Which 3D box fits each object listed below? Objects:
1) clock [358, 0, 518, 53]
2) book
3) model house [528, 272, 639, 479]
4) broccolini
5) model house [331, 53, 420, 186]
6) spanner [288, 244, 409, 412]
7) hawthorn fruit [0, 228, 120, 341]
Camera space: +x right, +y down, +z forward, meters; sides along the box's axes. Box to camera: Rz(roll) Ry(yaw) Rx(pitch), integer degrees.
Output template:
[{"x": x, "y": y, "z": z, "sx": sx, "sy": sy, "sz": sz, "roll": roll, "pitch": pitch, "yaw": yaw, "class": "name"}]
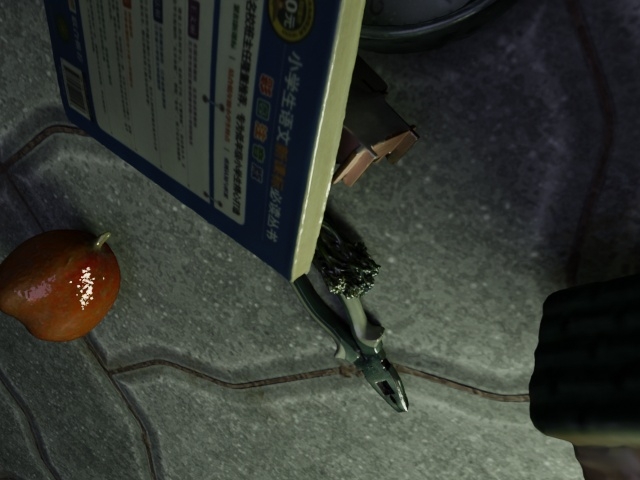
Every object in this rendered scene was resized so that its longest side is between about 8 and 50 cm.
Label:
[{"x": 0.077, "y": -0.338, "z": 0.404, "sx": 0.319, "sy": 0.066, "sz": 0.318, "roll": 4, "pitch": 105, "yaw": 14, "class": "clock"}, {"x": -0.156, "y": -0.178, "z": 0.460, "sx": 0.428, "sy": 0.039, "sz": 0.299, "roll": 33, "pitch": 132, "yaw": 24, "class": "book"}, {"x": 0.437, "y": 0.104, "z": 0.332, "sx": 0.446, "sy": 0.395, "sz": 0.399, "roll": -28, "pitch": 86, "yaw": 46, "class": "model house"}, {"x": 0.003, "y": -0.008, "z": 0.619, "sx": 0.202, "sy": 0.091, "sz": 0.068, "roll": 51, "pitch": 157, "yaw": -2, "class": "broccolini"}, {"x": -0.075, "y": -0.154, "z": 0.554, "sx": 0.326, "sy": 0.169, "sz": 0.244, "roll": 46, "pitch": 131, "yaw": 5, "class": "model house"}, {"x": 0.042, "y": 0.128, "z": 0.692, "sx": 0.096, "sy": 0.040, "sz": 0.324, "roll": -30, "pitch": 97, "yaw": 34, "class": "spanner"}, {"x": -0.456, "y": 0.065, "z": 0.828, "sx": 0.251, "sy": 0.199, "sz": 0.199, "roll": -38, "pitch": 93, "yaw": 20, "class": "hawthorn fruit"}]
